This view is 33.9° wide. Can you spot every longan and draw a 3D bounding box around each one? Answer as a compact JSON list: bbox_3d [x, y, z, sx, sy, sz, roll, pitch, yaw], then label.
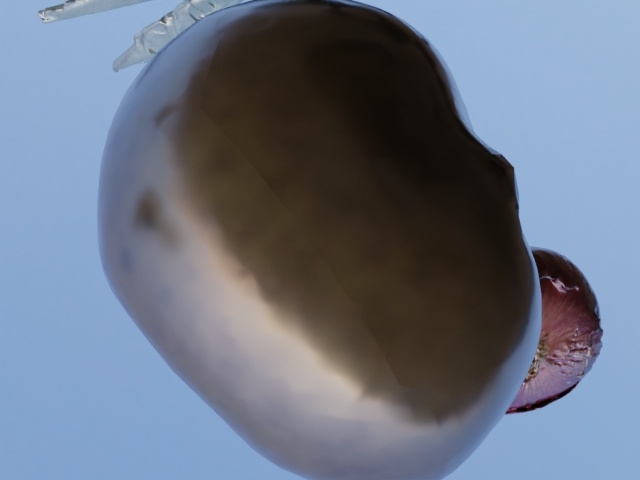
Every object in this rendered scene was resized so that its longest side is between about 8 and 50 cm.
[{"bbox_3d":[0.000,0.000,0.706,0.288,0.288,0.350,-15,-119,-38],"label":"longan"}]

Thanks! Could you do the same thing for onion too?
[{"bbox_3d":[0.253,0.114,1.371,0.248,0.248,0.161,22,-145,-15],"label":"onion"}]

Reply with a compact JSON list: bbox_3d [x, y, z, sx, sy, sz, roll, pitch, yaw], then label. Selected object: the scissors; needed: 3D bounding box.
[{"bbox_3d":[-0.042,-0.227,0.838,0.256,0.383,0.029,41,-144,-59],"label":"scissors"}]
